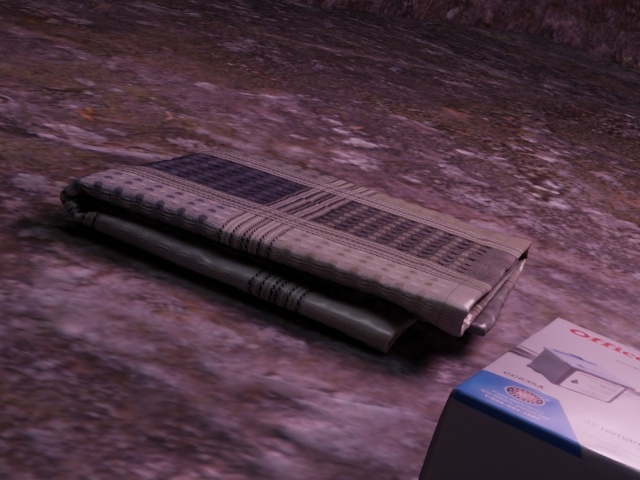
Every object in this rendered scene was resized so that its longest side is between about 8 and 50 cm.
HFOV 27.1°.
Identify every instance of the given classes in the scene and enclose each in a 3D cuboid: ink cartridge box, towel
[{"bbox_3d":[0.155,0.120,0.745,0.139,0.082,0.191,23,19,21],"label":"ink cartridge box"},{"bbox_3d":[0.000,0.000,1.076,0.324,0.056,0.312,18,13,14],"label":"towel"}]
